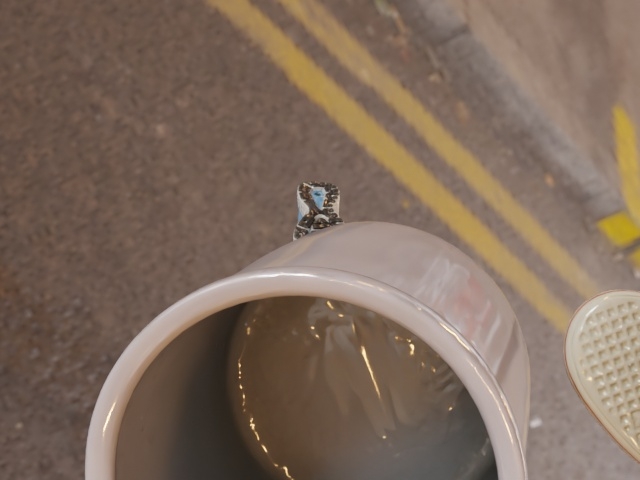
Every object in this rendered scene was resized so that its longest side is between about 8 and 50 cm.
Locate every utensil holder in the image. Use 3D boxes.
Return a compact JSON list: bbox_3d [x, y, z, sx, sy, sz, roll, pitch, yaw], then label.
[{"bbox_3d":[0.015,0.157,1.312,0.327,0.328,0.385,64,11,-3],"label":"utensil holder"}]

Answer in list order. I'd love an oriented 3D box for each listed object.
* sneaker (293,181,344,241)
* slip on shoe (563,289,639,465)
[{"bbox_3d":[0.000,0.000,1.843,0.162,0.063,0.073,-86,180,-54],"label":"sneaker"},{"bbox_3d":[0.302,0.139,1.208,0.331,0.123,0.101,31,-4,-28],"label":"slip on shoe"}]
